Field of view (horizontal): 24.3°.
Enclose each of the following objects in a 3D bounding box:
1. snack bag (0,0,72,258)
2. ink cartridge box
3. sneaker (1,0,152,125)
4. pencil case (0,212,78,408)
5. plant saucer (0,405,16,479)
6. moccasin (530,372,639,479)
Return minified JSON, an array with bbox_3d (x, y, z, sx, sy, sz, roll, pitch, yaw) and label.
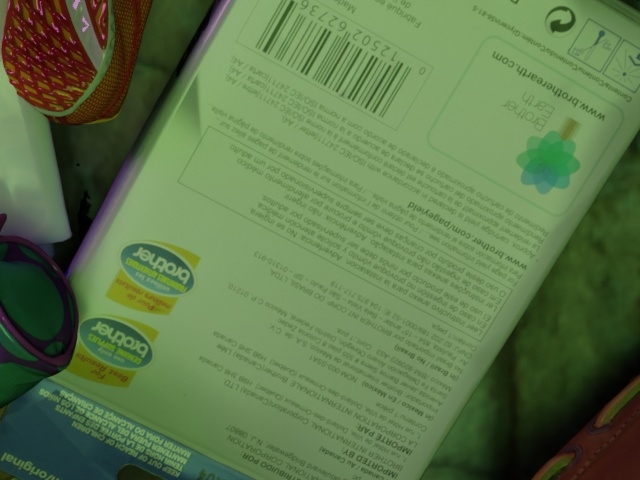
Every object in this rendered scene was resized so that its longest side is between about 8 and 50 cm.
[{"bbox_3d":[-0.283,-0.105,0.559,0.342,0.037,0.323,-13,110,-22],"label":"snack bag"},{"bbox_3d":[0.000,0.000,0.662,0.185,0.065,0.311,28,99,-13],"label":"ink cartridge box"},{"bbox_3d":[-0.092,-0.134,0.617,0.064,0.067,0.175,16,90,8],"label":"sneaker"},{"bbox_3d":[-0.173,0.054,0.624,0.151,0.064,0.070,-30,84,22],"label":"pencil case"},{"bbox_3d":[-0.168,0.079,0.690,0.083,0.015,0.083,-2,107,-6],"label":"plant saucer"},{"bbox_3d":[0.080,0.195,0.703,0.139,0.147,0.380,37,96,-30],"label":"moccasin"}]
